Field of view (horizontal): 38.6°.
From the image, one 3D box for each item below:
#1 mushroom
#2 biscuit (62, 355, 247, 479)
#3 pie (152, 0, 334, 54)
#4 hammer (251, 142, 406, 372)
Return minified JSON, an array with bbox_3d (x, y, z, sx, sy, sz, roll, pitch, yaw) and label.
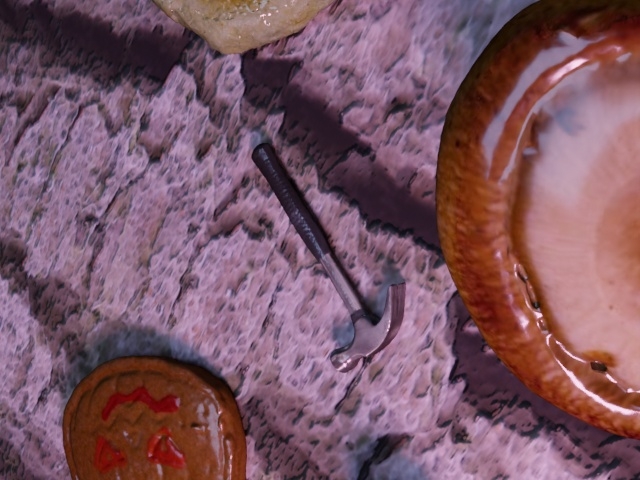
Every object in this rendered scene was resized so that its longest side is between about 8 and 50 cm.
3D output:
[{"bbox_3d":[0.235,-0.022,0.579,0.345,0.259,0.345,4,107,12],"label":"mushroom"},{"bbox_3d":[-0.194,0.257,1.040,0.273,0.049,0.257,-16,84,36],"label":"biscuit"},{"bbox_3d":[-0.075,-0.351,0.904,0.323,0.070,0.323,0,91,30],"label":"pie"},{"bbox_3d":[0.000,0.000,0.899,0.103,0.029,0.246,-40,69,30],"label":"hammer"}]
